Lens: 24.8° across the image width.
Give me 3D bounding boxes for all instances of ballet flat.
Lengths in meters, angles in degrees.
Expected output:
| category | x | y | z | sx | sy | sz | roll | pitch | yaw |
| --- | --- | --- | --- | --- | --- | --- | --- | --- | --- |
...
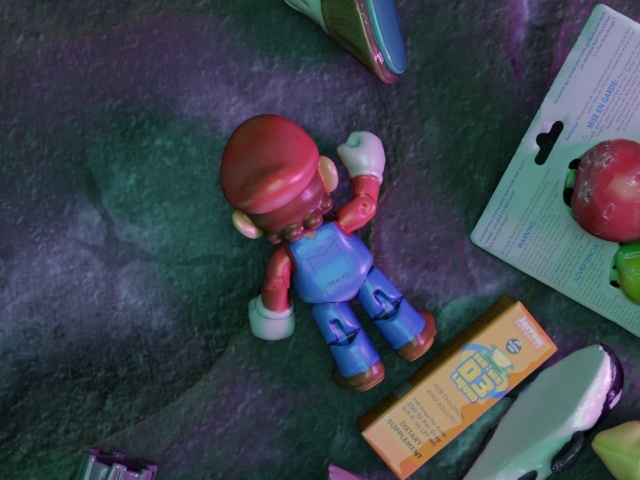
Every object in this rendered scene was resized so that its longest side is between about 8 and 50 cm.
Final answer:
| category | x | y | z | sx | sy | sz | roll | pitch | yaw |
| --- | --- | --- | --- | --- | --- | --- | --- | --- | --- |
| ballet flat | 0.008 | -0.334 | 1.636 | 0.124 | 0.116 | 0.342 | -11 | 90 | 19 |

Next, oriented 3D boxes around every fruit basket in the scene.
| category | x | y | z | sx | sy | sz | roll | pitch | yaw |
| --- | --- | --- | --- | --- | --- | --- | --- | --- | --- |
| fruit basket | 0.385 | -0.042 | 1.587 | 0.353 | 0.165 | 0.327 | 32 | 122 | 13 |

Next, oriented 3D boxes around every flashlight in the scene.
| category | x | y | z | sx | sy | sz | roll | pitch | yaw |
| --- | --- | --- | --- | --- | --- | --- | --- | --- | --- |
| flashlight | -0.279 | 0.385 | 1.623 | 0.103 | 0.103 | 0.304 | 18 | 91 | 2 |

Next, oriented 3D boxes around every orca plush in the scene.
| category | x | y | z | sx | sy | sz | roll | pitch | yaw |
| --- | --- | --- | --- | --- | --- | --- | --- | --- | --- |
| orca plush | 0.254 | 0.249 | 1.637 | 0.102 | 0.151 | 0.287 | 34 | 86 | -32 |

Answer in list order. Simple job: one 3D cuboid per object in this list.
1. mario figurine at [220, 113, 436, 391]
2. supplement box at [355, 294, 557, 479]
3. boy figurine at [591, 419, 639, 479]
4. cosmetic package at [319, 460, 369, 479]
| category | x | y | z | sx | sy | sz | roll | pitch | yaw |
| --- | --- | --- | --- | --- | --- | --- | --- | --- | --- |
| mario figurine | 0.000 | 0.000 | 1.642 | 0.198 | 0.170 | 0.320 | -39 | 103 | -37 |
| supplement box | 0.153 | 0.164 | 1.645 | 0.233 | 0.080 | 0.078 | -41 | 93 | -3 |
| boy figurine | 0.425 | 0.248 | 1.597 | 0.285 | 0.092 | 0.177 | 24 | 88 | -27 |
| cosmetic package | -0.003 | 0.409 | 1.604 | 0.129 | 0.153 | 0.296 | 28 | 90 | 0 |
